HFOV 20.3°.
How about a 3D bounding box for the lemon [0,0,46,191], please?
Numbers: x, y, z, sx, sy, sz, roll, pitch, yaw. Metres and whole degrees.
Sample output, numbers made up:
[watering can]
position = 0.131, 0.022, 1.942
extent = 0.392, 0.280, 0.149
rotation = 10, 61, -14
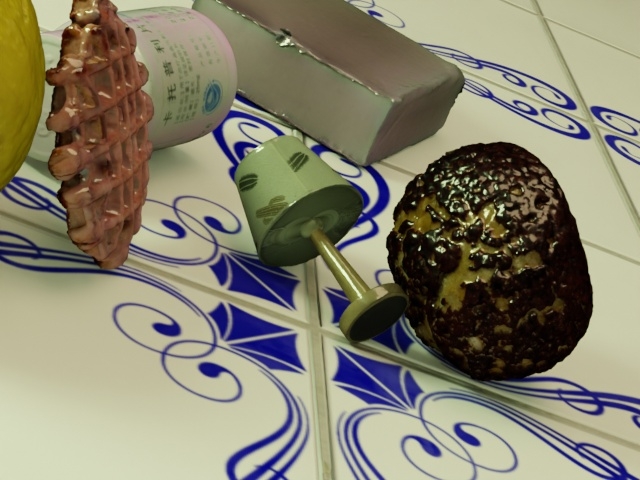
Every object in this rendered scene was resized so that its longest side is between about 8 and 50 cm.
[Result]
[lemon]
position = -0.363, -0.141, 1.456
extent = 0.297, 0.297, 0.297
rotation = 22, 23, -10

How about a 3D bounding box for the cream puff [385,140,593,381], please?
[cream puff]
position = 0.159, 0.026, 1.739
extent = 0.165, 0.239, 0.239
rotation = -22, 42, -15

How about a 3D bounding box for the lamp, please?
[lamp]
position = 0.000, 0.000, 1.753
extent = 0.121, 0.121, 0.214
rotation = -2, 48, -48

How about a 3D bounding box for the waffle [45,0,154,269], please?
[waffle]
position = -0.193, -0.094, 1.601
extent = 0.055, 0.221, 0.234
rotation = 0, 57, 12

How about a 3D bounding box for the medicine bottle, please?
[medicine bottle]
position = -0.206, -0.159, 1.826
extent = 0.152, 0.152, 0.254
rotation = 33, 24, 17

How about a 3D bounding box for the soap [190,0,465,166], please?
[soap]
position = 0.008, -0.227, 2.255
extent = 0.296, 0.107, 0.285
rotation = 33, 24, 15
